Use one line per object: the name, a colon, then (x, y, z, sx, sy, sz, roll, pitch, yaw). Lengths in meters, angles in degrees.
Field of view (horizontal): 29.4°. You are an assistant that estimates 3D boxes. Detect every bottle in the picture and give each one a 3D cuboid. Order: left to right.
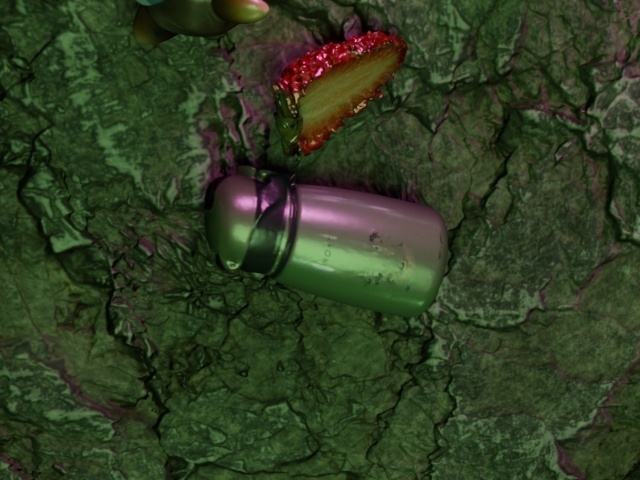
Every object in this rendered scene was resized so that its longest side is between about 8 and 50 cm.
bottle: (0.000, -0.002, 1.736, 0.347, 0.168, 0.168, 14, 116, -17)

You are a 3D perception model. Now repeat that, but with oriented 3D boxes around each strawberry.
strawberry: (0.014, -0.211, 1.669, 0.208, 0.087, 0.167, -31, 149, -25)

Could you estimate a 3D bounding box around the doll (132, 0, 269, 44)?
doll: (-0.193, -0.395, 1.440, 0.318, 0.209, 0.340, -20, 129, 38)
